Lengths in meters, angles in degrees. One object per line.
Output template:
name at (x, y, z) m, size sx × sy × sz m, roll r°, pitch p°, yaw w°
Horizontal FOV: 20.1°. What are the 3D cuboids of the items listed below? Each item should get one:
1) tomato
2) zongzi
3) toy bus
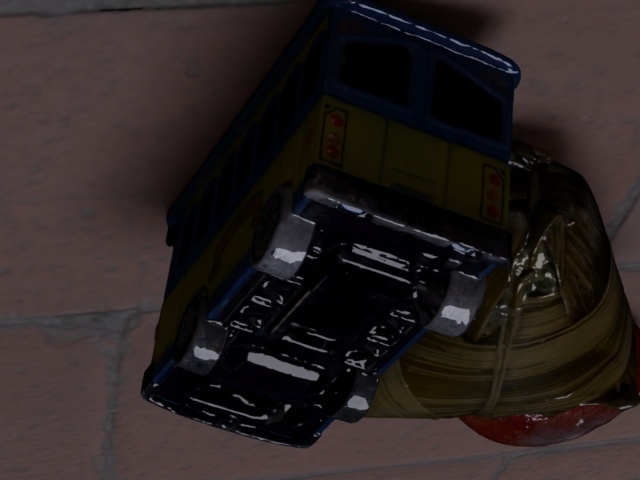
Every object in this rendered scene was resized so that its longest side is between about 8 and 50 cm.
tomato at (0.192, 0.127, 1.541) m, size 0.173 × 0.099 × 0.189 m, roll -27°, pitch 150°, yaw 26°
zongzi at (0.077, 0.048, 1.334) m, size 0.288 × 0.134 × 0.286 m, roll -9°, pitch 147°, yaw 13°
toy bus at (0.000, 0.000, 1.141) m, size 0.138 × 0.175 × 0.288 m, roll 19°, pitch 144°, yaw -18°
